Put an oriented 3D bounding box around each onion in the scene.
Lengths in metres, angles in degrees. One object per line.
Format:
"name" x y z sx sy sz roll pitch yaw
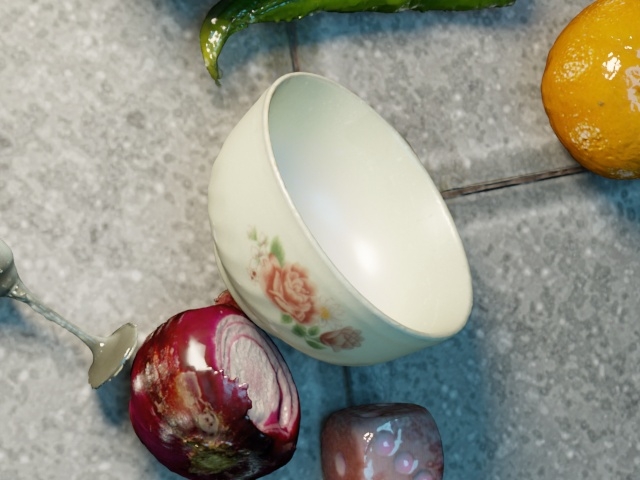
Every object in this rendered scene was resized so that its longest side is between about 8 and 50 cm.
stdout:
"onion" -0.101 0.126 1.339 0.135 0.198 0.173 -24 123 16

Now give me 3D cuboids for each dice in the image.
"dice" 0.059 0.206 1.422 0.091 0.094 0.093 -6 94 -27

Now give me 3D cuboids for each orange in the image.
"orange" 0.319 -0.158 1.514 0.193 0.161 0.193 0 90 -31

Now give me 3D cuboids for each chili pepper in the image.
"chili pepper" 0.040 -0.232 1.427 0.359 0.076 0.085 -16 132 -23

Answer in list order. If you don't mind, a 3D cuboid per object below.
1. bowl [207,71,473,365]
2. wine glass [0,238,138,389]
"bowl" 0.000 0.000 1.336 0.277 0.145 0.277 39 29 -28
"wine glass" -0.278 0.028 1.272 0.262 0.074 0.074 37 75 -20
